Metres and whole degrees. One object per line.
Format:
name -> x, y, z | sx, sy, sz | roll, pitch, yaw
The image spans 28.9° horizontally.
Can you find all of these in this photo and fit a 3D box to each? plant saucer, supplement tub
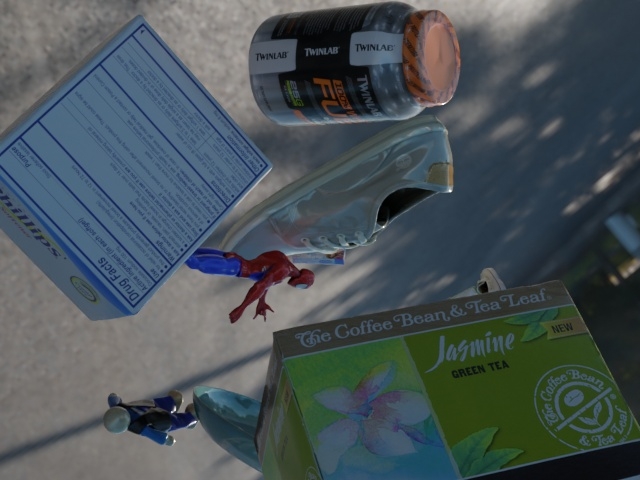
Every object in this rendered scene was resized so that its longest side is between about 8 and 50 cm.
plant saucer -> -0.023, 0.269, 1.564 | 0.043, 0.318, 0.317 | -65, 167, 1
supplement tub -> 0.056, -0.289, 2.039 | 0.316, 0.193, 0.193 | 0, -167, 33

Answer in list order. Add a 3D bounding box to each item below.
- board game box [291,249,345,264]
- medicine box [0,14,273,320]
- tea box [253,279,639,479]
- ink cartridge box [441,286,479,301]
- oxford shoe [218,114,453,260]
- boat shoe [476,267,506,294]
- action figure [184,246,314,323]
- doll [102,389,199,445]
board game box -> 0.000, 0.000, 2.141 | 0.090, 0.090, 0.020 | 0, 143, 8
medicine box -> -0.260, -0.089, 1.588 | 0.289, 0.263, 0.149 | -49, -163, -25
tea box -> 0.136, 0.248, 1.257 | 0.329, 0.323, 0.220 | -10, 143, -17
ink cartridge box -> 0.229, 0.188, 2.177 | 0.093, 0.160, 0.219 | -31, 179, -26
oxford shoe -> 0.020, -0.038, 1.928 | 0.449, 0.130, 0.169 | -29, 168, 28
boat shoe -> 0.261, 0.070, 1.940 | 0.035, 0.035, 0.100 | -8, -159, -6
action figure -> -0.151, 0.067, 1.861 | 0.091, 0.280, 0.139 | -113, -147, -68
doll -> -0.250, 0.249, 1.767 | 0.046, 0.129, 0.189 | -64, 158, 11
